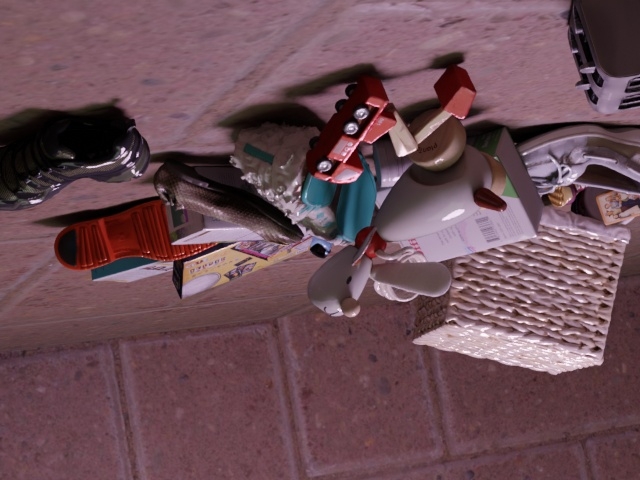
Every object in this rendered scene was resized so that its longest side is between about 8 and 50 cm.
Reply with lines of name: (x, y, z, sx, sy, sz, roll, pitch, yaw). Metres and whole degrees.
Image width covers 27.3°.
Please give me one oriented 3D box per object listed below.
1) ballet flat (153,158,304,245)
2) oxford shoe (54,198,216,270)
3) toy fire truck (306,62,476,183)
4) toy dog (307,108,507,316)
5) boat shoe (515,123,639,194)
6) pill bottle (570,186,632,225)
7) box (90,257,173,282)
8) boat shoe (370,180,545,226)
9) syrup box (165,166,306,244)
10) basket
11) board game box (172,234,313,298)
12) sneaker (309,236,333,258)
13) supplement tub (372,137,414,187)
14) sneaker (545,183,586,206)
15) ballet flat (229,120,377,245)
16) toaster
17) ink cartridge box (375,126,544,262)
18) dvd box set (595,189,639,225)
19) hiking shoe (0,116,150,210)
ballet flat: (-0.128, -0.042, 1.832, 0.250, 0.058, 0.084, 24, -167, -37)
oxford shoe: (-0.274, -0.019, 2.056, 0.271, 0.097, 0.098, -6, -169, 4)
toy fire truck: (0.083, -0.138, 1.582, 0.135, 0.047, 0.192, 15, 128, -29)
toy dog: (0.138, -0.008, 1.798, 0.220, 0.161, 0.334, 7, 120, -35)
boat shoe: (0.414, -0.119, 2.079, 0.320, 0.103, 0.118, -2, 167, -38)
pill bottle: (0.540, -0.064, 2.531, 0.108, 0.108, 0.193, -10, 170, -2)
box: (-0.279, 0.018, 2.292, 0.244, 0.060, 0.100, -15, 169, 30)
boat shoe: (0.211, -0.062, 2.170, 0.324, 0.123, 0.116, -9, 173, 6)
syrup box: (-0.108, -0.052, 1.951, 0.237, 0.093, 0.096, -3, 169, -38)
basket: (0.362, 0.084, 2.492, 0.331, 0.266, 0.328, 14, 169, -5)
board game box: (-0.126, 0.009, 2.194, 0.243, 0.042, 0.165, -21, 161, -16)
sneaker: (0.000, 0.000, 2.443, 0.063, 0.073, 0.162, -17, 168, 36)
supplement tub: (0.133, -0.117, 1.889, 0.107, 0.071, 0.071, -10, 171, -3)
sneaker: (0.416, -0.105, 2.213, 0.084, 0.070, 0.185, -14, -166, 1)
ballet flat: (-0.021, -0.089, 1.817, 0.147, 0.147, 0.409, -12, 168, 11)
toaster: (0.362, -0.216, 1.415, 0.185, 0.110, 0.168, -11, 172, 5)
ink cartridge box: (0.208, -0.063, 1.996, 0.212, 0.154, 0.093, -17, -151, 28)
dvd box set: (0.721, -0.137, 2.245, 0.307, 0.062, 0.420, -19, 180, -43)
hiking shoe: (-0.316, -0.102, 1.523, 0.226, 0.086, 0.114, -15, 158, -4)
